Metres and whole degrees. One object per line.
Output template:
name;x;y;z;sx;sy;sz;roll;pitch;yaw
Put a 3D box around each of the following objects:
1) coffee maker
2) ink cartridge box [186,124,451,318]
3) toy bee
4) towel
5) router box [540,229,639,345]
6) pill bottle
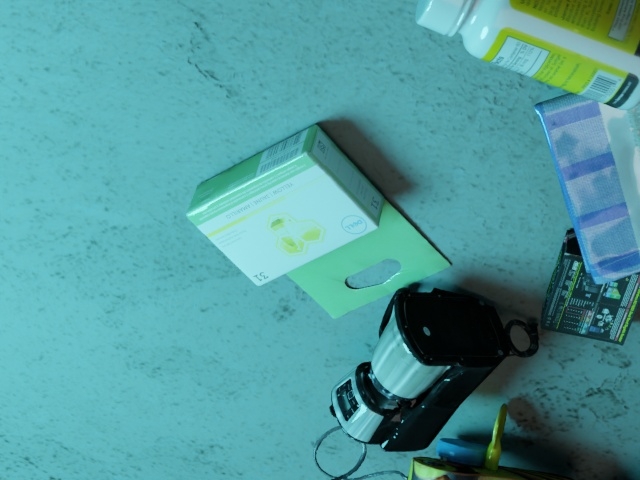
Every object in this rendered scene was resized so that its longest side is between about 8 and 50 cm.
coffee maker;0.121;0.150;1.875;0.171;0.120;0.178;21;136;-13
ink cartridge box;0.000;0.000;1.806;0.171;0.056;0.235;-26;122;32
toy bee;0.157;0.294;1.957;0.298;0.162;0.195;-10;95;-6
towel;0.364;-0.075;1.610;0.285;0.034;0.209;-14;117;13
router box;0.287;0.050;1.798;0.092;0.038;0.122;12;135;1
pill bottle;0.197;-0.202;1.516;0.208;0.119;0.119;20;135;-6
